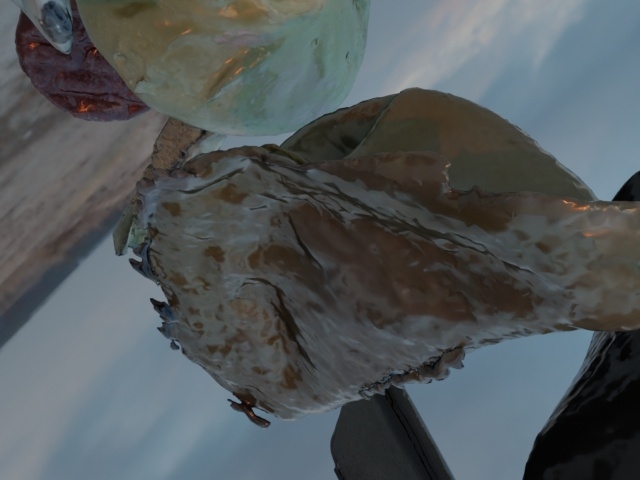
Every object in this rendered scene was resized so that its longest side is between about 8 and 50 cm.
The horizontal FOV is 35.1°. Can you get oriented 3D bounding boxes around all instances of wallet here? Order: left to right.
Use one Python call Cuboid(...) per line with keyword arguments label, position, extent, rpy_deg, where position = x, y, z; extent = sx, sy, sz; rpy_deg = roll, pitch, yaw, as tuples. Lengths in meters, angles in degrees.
Cuboid(label="wallet", position=(0.088, 0.263, 0.903), extent=(0.318, 0.045, 0.172), rpy_deg=(-118, -146, -42))

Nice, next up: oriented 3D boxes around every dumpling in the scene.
Cuboid(label="dumpling", position=(0.004, 0.000, 0.458), extent=(0.332, 0.166, 0.086), rpy_deg=(-32, -159, 54))

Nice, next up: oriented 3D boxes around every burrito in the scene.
Cuboid(label="burrito", position=(-0.149, -0.076, 1.048), extent=(0.230, 0.063, 0.058), rpy_deg=(-58, -168, 24))

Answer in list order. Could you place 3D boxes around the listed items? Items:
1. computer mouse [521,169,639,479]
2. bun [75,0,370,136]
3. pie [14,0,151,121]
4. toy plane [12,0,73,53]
Cuboid(label="computer mouse", position=(0.180, 0.064, 0.428), extent=(0.088, 0.147, 0.264), rpy_deg=(-51, -171, 46))
Cuboid(label="bun", position=(-0.064, -0.235, 0.861), extent=(0.283, 0.283, 0.179), rpy_deg=(-50, -168, -32))
Cuboid(label="pie", position=(-0.266, -0.251, 1.237), extent=(0.219, 0.204, 0.054), rpy_deg=(-55, -144, 21))
Cuboid(label="toy plane", position=(-0.138, -0.140, 0.453), extent=(0.160, 0.082, 0.234), rpy_deg=(-27, -175, -10))
